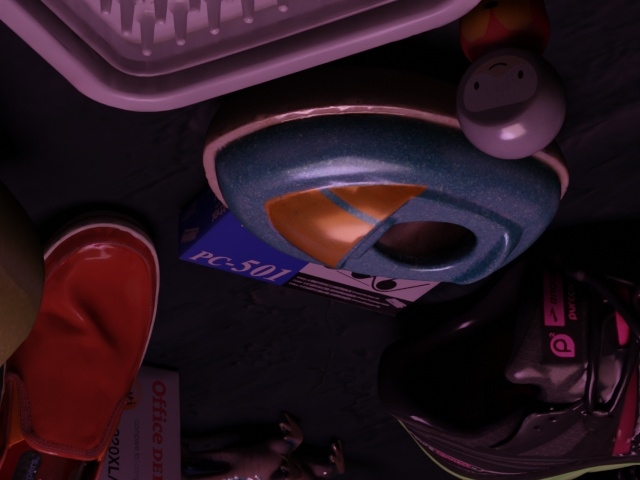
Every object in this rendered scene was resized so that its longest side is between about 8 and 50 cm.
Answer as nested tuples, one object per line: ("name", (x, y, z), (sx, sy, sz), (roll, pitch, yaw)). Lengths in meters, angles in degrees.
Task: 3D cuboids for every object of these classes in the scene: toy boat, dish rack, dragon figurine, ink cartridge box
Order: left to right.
("ink cartridge box", (-0.263, 0.206, 1.577), (0.232, 0.171, 0.168), (13, 146, -26))
("dish rack", (-0.081, -0.206, 0.974), (0.285, 0.072, 0.333), (-16, 147, 21))
("dragon figurine", (-0.052, 0.252, 1.758), (0.144, 0.085, 0.289), (-22, 144, 30))
("ink cartridge box", (0.000, 0.000, 1.364), (0.207, 0.046, 0.097), (16, 144, -29))
("toy boat", (0.067, -0.059, 1.163), (0.267, 0.148, 0.318), (9, 148, -19))

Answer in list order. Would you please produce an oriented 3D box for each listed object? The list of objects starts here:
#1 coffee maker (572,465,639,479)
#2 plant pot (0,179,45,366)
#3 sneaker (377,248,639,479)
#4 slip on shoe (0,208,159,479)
("coffee maker", (0.274, 0.259, 1.763), (0.171, 0.120, 0.178), (19, 143, -32))
("plant pot", (-0.318, 0.000, 1.162), (0.276, 0.276, 0.254), (-9, 161, 12))
("sneaker", (0.256, 0.094, 1.412), (0.482, 0.185, 0.202), (-23, 148, 30))
("slip on shoe", (-0.206, 0.134, 1.383), (0.123, 0.101, 0.331), (16, 103, -27))
